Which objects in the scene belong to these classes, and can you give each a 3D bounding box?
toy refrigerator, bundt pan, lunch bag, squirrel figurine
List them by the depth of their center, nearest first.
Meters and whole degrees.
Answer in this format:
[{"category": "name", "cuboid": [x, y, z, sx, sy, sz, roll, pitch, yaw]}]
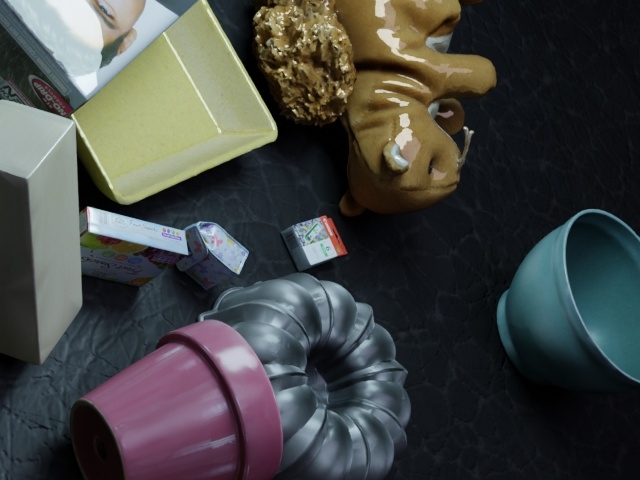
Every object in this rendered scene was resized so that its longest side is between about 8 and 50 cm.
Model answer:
[{"category": "toy refrigerator", "cuboid": [-0.315, -0.005, 1.351, 0.094, 0.270, 0.102, 17, 44, 10]}, {"category": "lunch bag", "cuboid": [-0.148, 0.016, 1.658, 0.083, 0.071, 0.053, 45, 46, -21]}, {"category": "bundt pan", "cuboid": [-0.006, 0.188, 1.665, 0.330, 0.124, 0.331, 25, 51, -36]}, {"category": "squirrel figurine", "cuboid": [0.059, -0.227, 1.921, 0.396, 0.281, 0.371, 15, 67, -24]}]

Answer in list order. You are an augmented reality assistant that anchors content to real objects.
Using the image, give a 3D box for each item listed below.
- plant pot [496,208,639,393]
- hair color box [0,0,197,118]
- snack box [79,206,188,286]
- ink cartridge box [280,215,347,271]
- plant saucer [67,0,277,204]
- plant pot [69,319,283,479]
[{"category": "plant pot", "cuboid": [0.408, 0.123, 2.078, 0.293, 0.196, 0.293, 25, 50, -35]}, {"category": "hair color box", "cuboid": [-0.271, -0.302, 1.561, 0.185, 0.113, 0.374, 50, 42, -13]}, {"category": "snack box", "cuboid": [-0.243, 0.010, 1.538, 0.141, 0.100, 0.037, 15, 56, -40]}, {"category": "ink cartridge box", "cuboid": [0.000, 0.000, 1.853, 0.115, 0.029, 0.063, -18, 81, -49]}, {"category": "plant saucer", "cuboid": [-0.249, -0.221, 1.686, 0.332, 0.081, 0.333, -29, 90, -49]}, {"category": "plant pot", "cuboid": [-0.170, 0.209, 1.444, 0.180, 0.201, 0.201, -18, 81, -34]}]
